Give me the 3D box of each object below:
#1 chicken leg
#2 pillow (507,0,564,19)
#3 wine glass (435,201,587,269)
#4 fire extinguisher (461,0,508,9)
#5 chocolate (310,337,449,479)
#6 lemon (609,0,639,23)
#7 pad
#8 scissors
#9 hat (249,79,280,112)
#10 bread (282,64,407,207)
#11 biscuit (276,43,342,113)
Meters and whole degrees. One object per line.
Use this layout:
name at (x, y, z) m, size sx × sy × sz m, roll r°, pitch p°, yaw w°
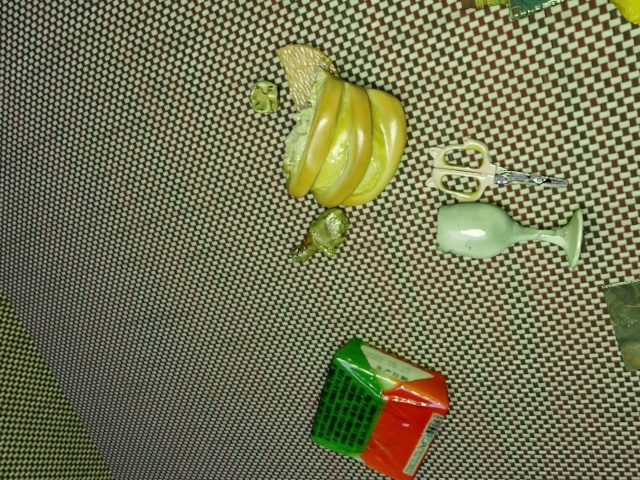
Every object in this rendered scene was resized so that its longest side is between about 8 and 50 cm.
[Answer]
chicken leg at (0.000, 0.000, 1.372) m, size 0.103 × 0.088 × 0.228 m, roll 36°, pitch 119°, yaw -12°
pillow at (0.419, -0.536, 0.901) m, size 0.188 × 0.034 × 0.256 m, roll -12°, pitch 70°, yaw 29°
wine glass at (0.430, -0.019, 1.154) m, size 0.320 × 0.143 × 0.144 m, roll 8°, pitch 116°, yaw 20°
fire extinguisher at (0.401, -0.519, 0.965) m, size 0.251 × 0.075 × 0.106 m, roll 2°, pitch 124°, yaw 23°
chocolate at (0.172, 0.500, 1.489) m, size 0.341 × 0.161 × 0.360 m, roll 21°, pitch 120°, yaw 12°
lemon at (0.581, -0.485, 0.856) m, size 0.169 × 0.170 × 0.207 m, roll 19°, pitch 125°, yaw 14°
pad at (0.870, 0.171, 1.137) m, size 0.367 × 0.007 × 0.248 m, roll -17°, pitch 106°, yaw 28°
scissors at (0.407, -0.153, 1.166) m, size 0.317 × 0.024 × 0.160 m, roll 10°, pitch 117°, yaw 18°
hat at (-0.143, -0.370, 1.275) m, size 0.076 × 0.059 × 0.077 m, roll -6°, pitch 127°, yaw -12°
bread at (0.047, -0.209, 1.168) m, size 0.270 × 0.211 × 0.316 m, roll 23°, pitch 126°, yaw -7°
biscuit at (-0.015, -0.380, 1.229) m, size 0.144 × 0.033 × 0.224 m, roll -15°, pitch 111°, yaw 24°
